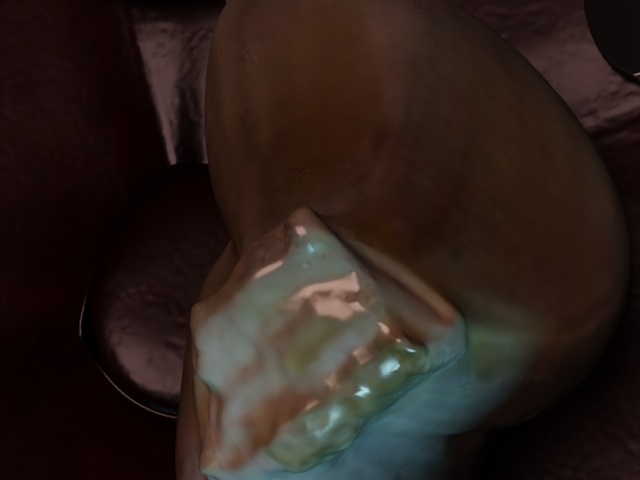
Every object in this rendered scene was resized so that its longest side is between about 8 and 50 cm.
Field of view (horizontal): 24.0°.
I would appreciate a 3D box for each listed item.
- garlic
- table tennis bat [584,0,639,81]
[{"bbox_3d":[0.000,0.000,0.716,0.231,0.246,0.340,-49,40,31],"label":"garlic"},{"bbox_3d":[0.188,-0.107,0.769,0.095,0.014,0.158,-19,66,17],"label":"table tennis bat"}]
